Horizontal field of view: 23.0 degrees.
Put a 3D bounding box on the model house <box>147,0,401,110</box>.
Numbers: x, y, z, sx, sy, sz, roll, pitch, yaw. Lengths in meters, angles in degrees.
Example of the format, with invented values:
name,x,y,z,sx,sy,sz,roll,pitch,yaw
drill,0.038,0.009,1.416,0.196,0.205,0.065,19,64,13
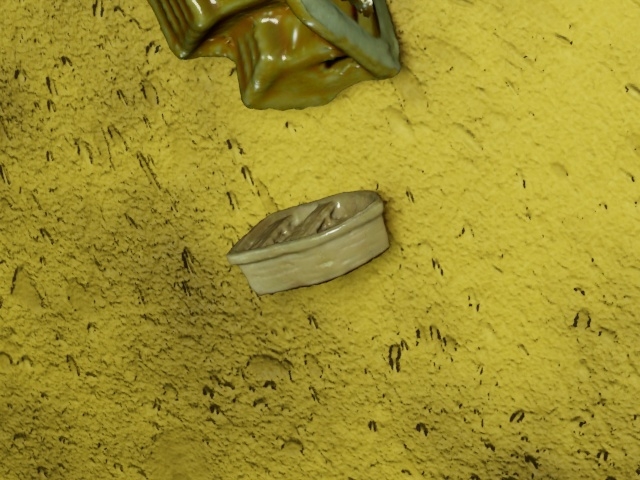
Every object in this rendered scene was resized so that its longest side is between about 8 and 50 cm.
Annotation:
name,x,y,z,sx,sy,sz,roll,pitch,yaw
model house,-0.077,-0.246,1.625,0.239,0.173,0.268,-20,100,33

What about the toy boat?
name,x,y,z,sx,sy,sz,roll,pitch,yaw
toy boat,0.000,0.000,1.739,0.188,0.116,0.061,-14,110,35
